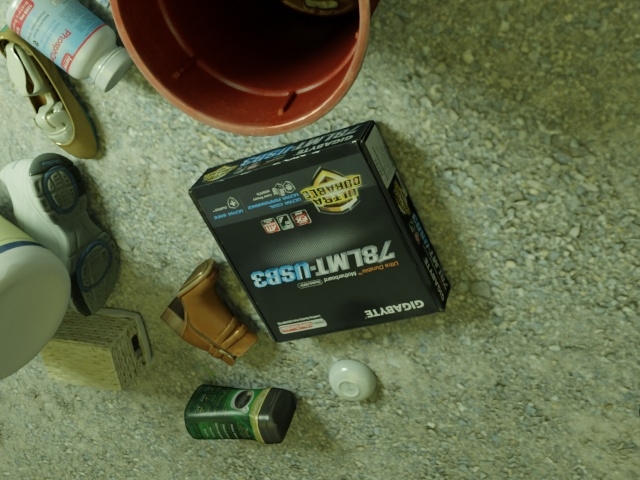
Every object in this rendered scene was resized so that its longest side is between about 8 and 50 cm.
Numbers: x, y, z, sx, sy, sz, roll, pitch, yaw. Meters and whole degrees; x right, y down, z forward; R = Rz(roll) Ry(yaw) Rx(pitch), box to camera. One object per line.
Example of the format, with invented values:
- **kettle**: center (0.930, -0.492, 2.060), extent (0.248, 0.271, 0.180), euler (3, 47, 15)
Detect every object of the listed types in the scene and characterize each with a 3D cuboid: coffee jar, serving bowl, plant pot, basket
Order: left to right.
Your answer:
- **basket**: center (-0.403, 0.192, 1.470), extent (0.167, 0.103, 0.113), euler (5, 123, 19)
- **coffee jar**: center (-0.138, 0.303, 1.449), extent (0.184, 0.096, 0.079), euler (-2, 125, 23)
- **plant pot**: center (-0.042, -0.292, 0.895), extent (0.272, 0.265, 0.272), euler (11, 126, 15)
- **serving bowl**: center (0.050, 0.237, 1.373), extent (0.083, 0.027, 0.083), euler (10, 125, 15)

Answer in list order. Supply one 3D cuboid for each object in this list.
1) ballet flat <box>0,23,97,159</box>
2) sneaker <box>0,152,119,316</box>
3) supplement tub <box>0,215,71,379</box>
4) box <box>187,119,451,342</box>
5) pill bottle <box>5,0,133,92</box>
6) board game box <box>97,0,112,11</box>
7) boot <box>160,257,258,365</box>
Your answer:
- **ballet flat**: center (-0.408, -0.209, 1.216), extent (0.080, 0.073, 0.232), euler (-8, 120, 26)
- **sneaker**: center (-0.426, -0.011, 1.358), extent (0.129, 0.111, 0.297), euler (8, 122, 35)
- **supplement tub**: center (-0.574, 0.045, 1.267), extent (0.325, 0.235, 0.235), euler (32, 130, 19)
- **box**: center (0.000, 0.000, 1.205), extent (0.295, 0.073, 0.293), euler (-13, 116, 29)
- **pill bottle**: center (-0.339, -0.278, 1.132), extent (0.160, 0.087, 0.087), euler (38, 128, -7)
- **board game box**: center (-0.177, -0.319, 1.004), extent (0.194, 0.194, 0.060), euler (32, 131, -20)
- **boot**: center (-0.164, 0.120, 1.351), extent (0.152, 0.073, 0.197), euler (37, 140, -4)
